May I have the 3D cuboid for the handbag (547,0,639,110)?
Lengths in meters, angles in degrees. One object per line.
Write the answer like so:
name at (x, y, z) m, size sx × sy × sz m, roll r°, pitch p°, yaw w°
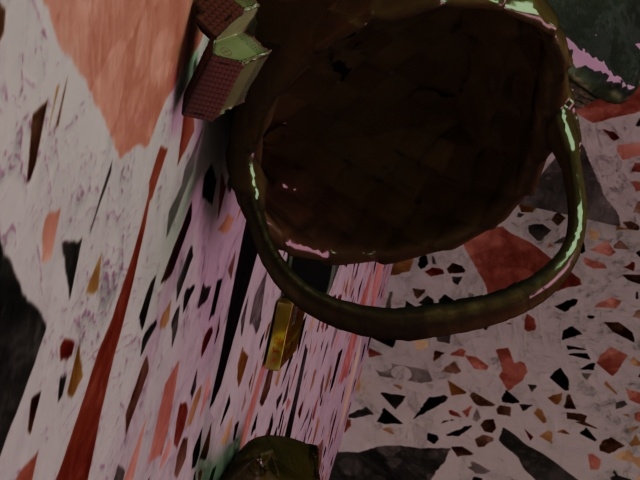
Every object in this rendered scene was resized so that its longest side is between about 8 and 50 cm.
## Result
handbag at (0.144, -0.255, 1.591) m, size 0.341 × 0.240 × 0.247 m, roll 33°, pitch 60°, yaw -37°

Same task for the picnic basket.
picnic basket at (0.074, -0.056, 1.347) m, size 0.337 × 0.293 × 0.337 m, roll 171°, pitch -90°, yaw -81°

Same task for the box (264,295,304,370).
box at (-0.042, 0.109, 2.102) m, size 0.156 × 0.022 × 0.089 m, roll -42°, pitch 143°, yaw -79°

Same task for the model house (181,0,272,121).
model house at (-0.073, -0.134, 1.193) m, size 0.058 × 0.057 × 0.083 m, roll -28°, pitch 158°, yaw -47°

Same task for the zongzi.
zongzi at (-0.056, 0.252, 1.846) m, size 0.260 × 0.123 × 0.289 m, roll -77°, pitch 172°, yaw -53°

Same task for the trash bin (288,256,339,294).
trash bin at (0.000, 0.000, 2.086) m, size 0.130 × 0.059 × 0.116 m, roll -67°, pitch 169°, yaw -66°
